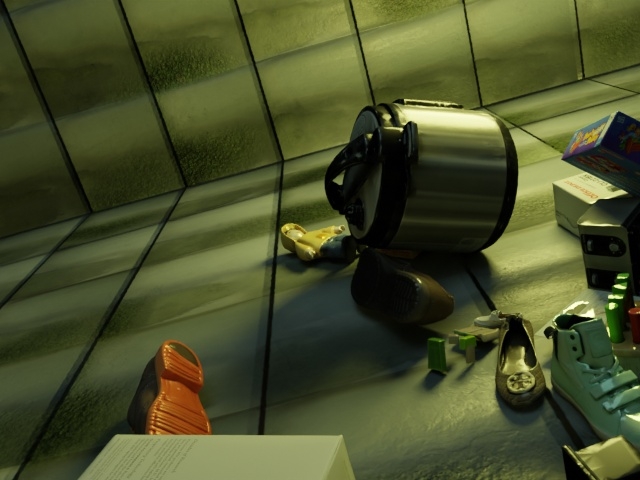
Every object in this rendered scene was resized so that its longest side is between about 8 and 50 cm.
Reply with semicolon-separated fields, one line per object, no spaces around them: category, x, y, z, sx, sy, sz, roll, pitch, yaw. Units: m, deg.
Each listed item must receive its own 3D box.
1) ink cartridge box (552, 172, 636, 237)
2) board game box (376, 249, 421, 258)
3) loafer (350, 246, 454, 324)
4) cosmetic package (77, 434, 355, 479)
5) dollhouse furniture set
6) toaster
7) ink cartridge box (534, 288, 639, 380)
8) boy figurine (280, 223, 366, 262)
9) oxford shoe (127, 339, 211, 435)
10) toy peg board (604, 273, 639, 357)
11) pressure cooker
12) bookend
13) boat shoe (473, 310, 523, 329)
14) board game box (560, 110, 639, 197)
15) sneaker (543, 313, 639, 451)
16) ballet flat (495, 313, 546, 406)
ink cartridge box;0.737;-0.104;1.536;0.273;0.114;0.197;-17;21;-1
board game box;0.282;-0.024;1.779;0.124;0.039;0.259;7;34;45
loafer;0.177;0.115;1.424;0.130;0.133;0.366;16;9;-21
cosmetic package;-0.135;0.379;0.836;0.366;0.196;0.155;-6;22;20
dollhouse furniture set;0.275;0.207;1.215;0.152;0.058;0.076;-7;5;-36
toaster;0.607;0.006;1.276;0.110;0.168;0.186;4;29;44
ink cartridge box;0.534;0.162;1.109;0.189;0.066;0.232;-30;17;-31
boy figurine;0.000;0.000;1.850;0.285;0.092;0.177;9;35;42
oxford shoe;-0.295;0.348;1.192;0.133;0.130;0.363;-46;24;14
toy peg board;0.543;0.115;1.023;0.161;0.079;0.161;-4;23;38
pressure cooker;0.223;-0.154;1.555;0.421;0.369;0.375;2;28;-12
bookend;0.376;0.295;0.728;0.157;0.156;0.072;-17;20;-5
boat shoe;0.356;0.156;1.265;0.100;0.035;0.035;-2;25;32
board game box;0.709;-0.137;1.309;0.347;0.078;0.233;27;2;2
sneaker;0.426;0.202;0.936;0.094;0.151;0.256;-19;22;-13
ballet flat;0.351;0.202;1.120;0.084;0.058;0.250;-9;22;20
